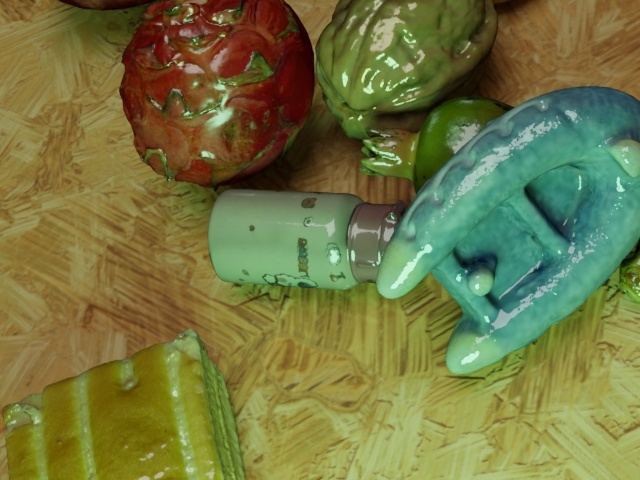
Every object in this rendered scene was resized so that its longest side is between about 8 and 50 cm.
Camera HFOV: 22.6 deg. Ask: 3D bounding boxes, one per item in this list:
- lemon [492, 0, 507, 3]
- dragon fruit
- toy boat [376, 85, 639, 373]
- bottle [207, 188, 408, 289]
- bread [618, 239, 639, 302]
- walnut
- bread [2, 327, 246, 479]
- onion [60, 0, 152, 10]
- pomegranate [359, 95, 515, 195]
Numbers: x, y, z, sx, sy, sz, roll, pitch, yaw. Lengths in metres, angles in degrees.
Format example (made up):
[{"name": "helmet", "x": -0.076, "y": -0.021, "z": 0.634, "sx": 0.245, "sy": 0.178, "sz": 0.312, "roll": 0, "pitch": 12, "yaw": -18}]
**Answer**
[{"name": "lemon", "x": 0.215, "y": -0.345, "z": 1.923, "sx": 0.155, "sy": 0.114, "sz": 0.114, "roll": -41, "pitch": 54, "yaw": -10}, {"name": "dragon fruit", "x": -0.119, "y": -0.183, "z": 1.833, "sx": 0.241, "sy": 0.241, "sz": 0.252, "roll": 8, "pitch": 99, "yaw": 24}, {"name": "toy boat", "x": 0.219, "y": -0.014, "z": 1.615, "sx": 0.330, "sy": 0.215, "sz": 0.123, "roll": -41, "pitch": 20, "yaw": -3}, {"name": "bottle", "x": 0.000, "y": 0.000, "z": 1.767, "sx": 0.233, "sy": 0.110, "sz": 0.110, "roll": 3, "pitch": 58, "yaw": 20}, {"name": "bread", "x": 0.354, "y": 0.018, "z": 1.662, "sx": 0.066, "sy": 0.060, "sz": 0.110, "roll": 22, "pitch": 65, "yaw": 47}, {"name": "walnut", "x": 0.100, "y": -0.223, "z": 1.833, "sx": 0.198, "sy": 0.198, "sz": 0.245, "roll": 30, "pitch": 62, "yaw": 33}, {"name": "bread", "x": -0.205, "y": 0.241, "z": 1.671, "sx": 0.239, "sy": 0.111, "sz": 0.246, "roll": -17, "pitch": 53, "yaw": 6}, {"name": "onion", "x": -0.256, "y": -0.459, "z": 2.048, "sx": 0.341, "sy": 0.341, "sz": 0.341, "roll": -9, "pitch": 55, "yaw": 13}, {"name": "pomegranate", "x": 0.146, "y": -0.087, "z": 1.735, "sx": 0.205, "sy": 0.159, "sz": 0.159, "roll": 9, "pitch": 58, "yaw": 1}]
